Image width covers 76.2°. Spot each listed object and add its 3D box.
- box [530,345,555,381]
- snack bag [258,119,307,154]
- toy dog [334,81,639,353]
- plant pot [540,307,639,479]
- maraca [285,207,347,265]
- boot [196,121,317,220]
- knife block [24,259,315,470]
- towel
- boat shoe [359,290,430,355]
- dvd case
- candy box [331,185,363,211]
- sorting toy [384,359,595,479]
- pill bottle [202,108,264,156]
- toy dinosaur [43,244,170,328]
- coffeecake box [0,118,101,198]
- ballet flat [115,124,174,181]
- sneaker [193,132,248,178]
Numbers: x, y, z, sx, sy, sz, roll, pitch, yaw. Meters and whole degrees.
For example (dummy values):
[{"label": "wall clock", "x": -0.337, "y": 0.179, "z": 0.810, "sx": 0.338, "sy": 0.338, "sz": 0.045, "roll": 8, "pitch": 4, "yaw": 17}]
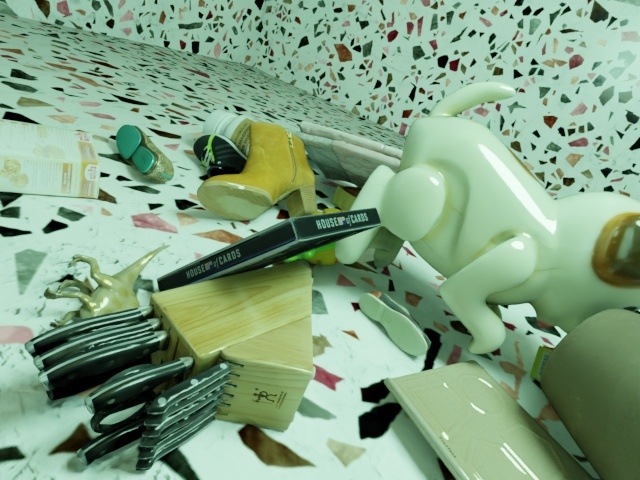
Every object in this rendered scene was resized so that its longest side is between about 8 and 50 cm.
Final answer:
[{"label": "box", "x": 0.460, "y": 0.218, "z": 0.661, "sx": 0.233, "sy": 0.058, "sz": 0.087, "roll": 9, "pitch": 7, "yaw": -22}, {"label": "snack bag", "x": -0.080, "y": -0.328, "z": 1.327, "sx": 0.343, "sy": 0.037, "sz": 0.323, "roll": 17, "pitch": 18, "yaw": 0}, {"label": "toy dog", "x": 0.300, "y": -0.014, "z": 0.647, "sx": 0.408, "sy": 0.395, "sz": 0.284, "roll": 28, "pitch": -2, "yaw": 23}, {"label": "plant pot", "x": 0.388, "y": 0.197, "z": 0.444, "sx": 0.263, "sy": 0.262, "sz": 0.229, "roll": 7, "pitch": 26, "yaw": -28}, {"label": "maraca", "x": 0.000, "y": 0.000, "z": 0.720, "sx": 0.186, "sy": 0.099, "sz": 0.127, "roll": -23, "pitch": 13, "yaw": -35}, {"label": "boot", "x": -0.126, "y": -0.148, "z": 0.812, "sx": 0.295, "sy": 0.104, "sz": 0.211, "roll": 7, "pitch": 61, "yaw": -48}, {"label": "knife block", "x": -0.132, "y": 0.097, "z": 0.432, "sx": 0.242, "sy": 0.088, "sz": 0.275, "roll": 17, "pitch": 26, "yaw": -10}, {"label": "towel", "x": 0.119, "y": -0.175, "z": 1.033, "sx": 0.317, "sy": 0.053, "sz": 0.332, "roll": 22, "pitch": -3, "yaw": 16}, {"label": "boat shoe", "x": 0.118, "y": 0.123, "z": 0.628, "sx": 0.043, "sy": 0.049, "sz": 0.137, "roll": 0, "pitch": 28, "yaw": -43}, {"label": "dvd case", "x": -0.065, "y": 0.014, "z": 0.519, "sx": 0.179, "sy": 0.239, "sz": 0.029, "roll": -13, "pitch": 84, "yaw": -55}, {"label": "candy box", "x": 0.130, "y": -0.073, "z": 1.021, "sx": 0.109, "sy": 0.053, "sz": 0.187, "roll": -6, "pitch": 38, "yaw": -46}, {"label": "sorting toy", "x": 0.196, "y": 0.232, "z": 0.487, "sx": 0.208, "sy": 0.038, "sz": 0.193, "roll": 7, "pitch": 28, "yaw": -37}, {"label": "pill bottle", "x": -0.173, "y": -0.237, "z": 1.019, "sx": 0.229, "sy": 0.131, "sz": 0.131, "roll": 28, "pitch": 26, "yaw": 14}, {"label": "toy dinosaur", "x": -0.251, "y": 0.059, "z": 0.476, "sx": 0.093, "sy": 0.053, "sz": 0.183, "roll": 28, "pitch": 33, "yaw": -15}, {"label": "coffeecake box", "x": -0.468, "y": -0.135, "z": 0.657, "sx": 0.186, "sy": 0.068, "sz": 0.142, "roll": 1, "pitch": 32, "yaw": -36}, {"label": "ballet flat", "x": -0.362, "y": -0.175, "z": 0.845, "sx": 0.206, "sy": 0.073, "sz": 0.067, "roll": 46, "pitch": 7, "yaw": 37}, {"label": "sneaker", "x": -0.220, "y": -0.174, "z": 0.910, "sx": 0.235, "sy": 0.084, "sz": 0.097, "roll": 33, "pitch": 29, "yaw": 24}]
